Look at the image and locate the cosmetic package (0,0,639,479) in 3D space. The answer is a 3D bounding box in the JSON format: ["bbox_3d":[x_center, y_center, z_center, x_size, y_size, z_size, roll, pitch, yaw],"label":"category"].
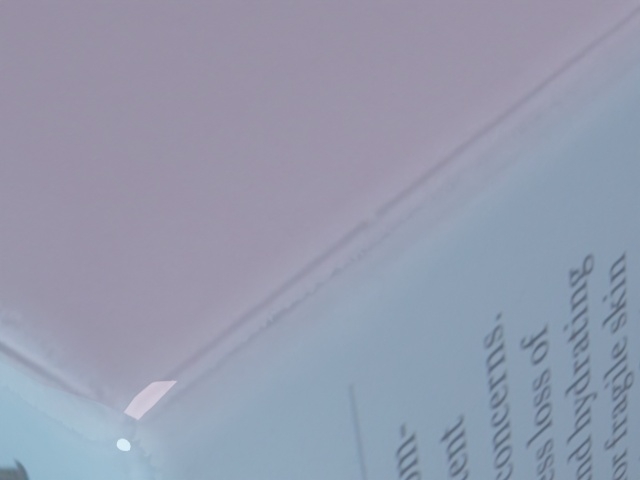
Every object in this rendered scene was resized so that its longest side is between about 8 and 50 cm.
[{"bbox_3d":[0.000,0.000,0.588,0.327,0.329,0.394,28,51,36],"label":"cosmetic package"}]
